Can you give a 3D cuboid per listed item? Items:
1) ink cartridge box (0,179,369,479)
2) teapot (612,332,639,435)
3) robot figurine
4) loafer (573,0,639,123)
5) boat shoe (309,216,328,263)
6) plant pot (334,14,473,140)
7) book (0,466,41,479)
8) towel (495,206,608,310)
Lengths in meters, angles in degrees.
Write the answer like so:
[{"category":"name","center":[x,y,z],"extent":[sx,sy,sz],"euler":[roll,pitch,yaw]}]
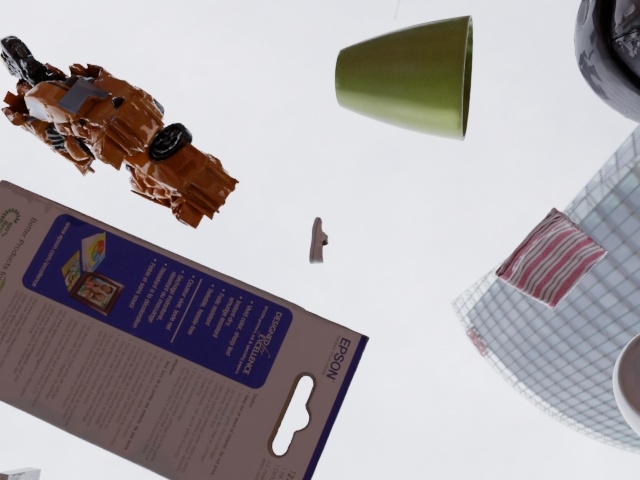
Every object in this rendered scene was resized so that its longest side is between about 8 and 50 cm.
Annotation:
[{"category":"ink cartridge box","center":[-0.160,0.095,0.581],"extent":[0.371,0.069,0.175],"euler":[22,-104,8]},{"category":"teapot","center":[0.648,0.277,1.119],"extent":[0.253,0.187,0.256],"euler":[-13,-137,31]},{"category":"robot figurine","center":[-0.224,-0.111,0.660],"extent":[0.291,0.211,0.085],"euler":[23,-105,42]},{"category":"loafer","center":[0.212,-0.197,0.306],"extent":[0.109,0.095,0.302],"euler":[24,-104,-5]},{"category":"boat shoe","center":[0.000,0.000,1.278],"extent":[0.035,0.035,0.100],"euler":[3,-116,10]},{"category":"plant pot","center":[0.189,-0.371,1.487],"extent":[0.294,0.274,0.274],"euler":[4,-116,15]},{"category":"book","center":[-0.497,0.442,1.034],"extent":[0.035,0.096,0.144],"euler":[7,-104,8]},{"category":"towel","center":[0.388,0.038,1.072],"extent":[0.144,0.197,0.029],"euler":[-51,-140,14]}]
